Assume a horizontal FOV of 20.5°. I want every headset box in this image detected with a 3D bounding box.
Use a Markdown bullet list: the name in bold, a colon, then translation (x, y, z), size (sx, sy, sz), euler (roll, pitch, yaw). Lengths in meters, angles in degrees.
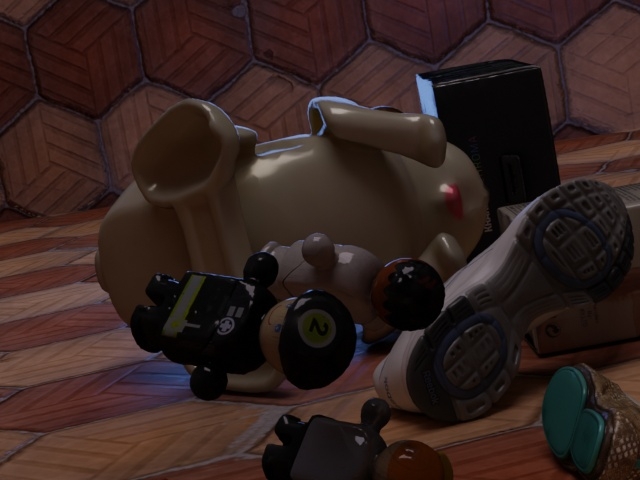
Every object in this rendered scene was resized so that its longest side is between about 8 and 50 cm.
- **headset box**: translation (0.205, -0.086, 2.114), size (0.131, 0.246, 0.283), euler (-10, 7, 1)

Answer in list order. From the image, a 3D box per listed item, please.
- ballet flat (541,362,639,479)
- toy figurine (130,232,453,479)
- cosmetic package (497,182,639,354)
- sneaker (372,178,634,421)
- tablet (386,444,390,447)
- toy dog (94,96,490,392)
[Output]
- **ballet flat**: translation (0.202, 0.136, 1.231), size (0.067, 0.073, 0.206), euler (17, 9, -4)
- **toy figurine**: translation (-0.007, 0.105, 1.139), size (0.148, 0.213, 0.209), euler (6, 13, 33)
- **cosmetic package**: translation (0.330, 0.011, 1.684), size (0.296, 0.129, 0.153), euler (-11, 7, 0)
- **sneaker**: translation (0.153, 0.044, 1.532), size (0.297, 0.111, 0.129), euler (-37, 11, -27)
- **tablet**: translation (0.020, 0.172, 1.361), size (0.083, 0.006, 0.054), euler (-12, 8, -9)
- **toy dog**: translation (0.000, 0.000, 1.866), size (0.408, 0.284, 0.395), euler (-14, -9, -37)
